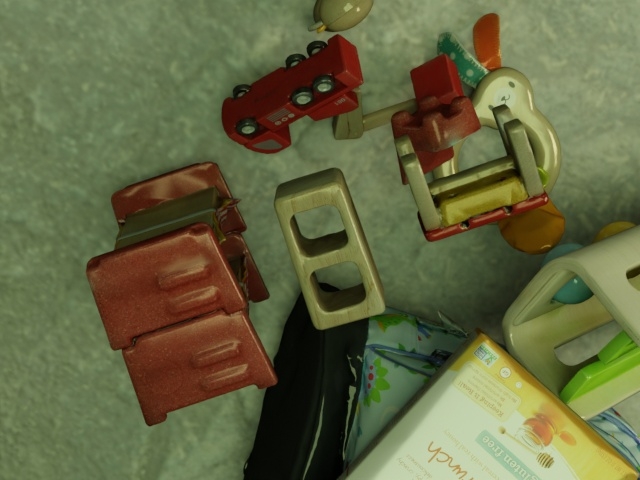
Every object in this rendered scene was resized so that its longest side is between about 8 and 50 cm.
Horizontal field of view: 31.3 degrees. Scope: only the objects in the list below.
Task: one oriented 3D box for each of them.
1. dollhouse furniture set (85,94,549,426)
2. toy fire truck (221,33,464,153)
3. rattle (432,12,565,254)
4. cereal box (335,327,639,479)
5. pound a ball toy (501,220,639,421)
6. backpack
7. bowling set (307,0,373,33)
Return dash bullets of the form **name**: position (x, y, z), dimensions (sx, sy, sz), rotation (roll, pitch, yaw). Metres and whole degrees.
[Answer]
- **dollhouse furniture set**: position (0.000, 0.000, 0.990), dimensions (0.374, 0.201, 0.152), rotation (-18, 110, 5)
- **toy fire truck**: position (0.020, -0.127, 1.053), dimensions (0.192, 0.047, 0.135), rotation (-26, 147, 28)
- **rattle**: position (0.162, -0.102, 1.048), dimensions (0.130, 0.143, 0.199), rotation (3, 107, 13)
- **cereal box**: position (0.112, 0.216, 0.931), dimensions (0.173, 0.047, 0.240), rotation (41, 94, 0)
- **pound a ball toy**: position (0.328, 0.009, 1.005), dimensions (0.319, 0.208, 0.135), rotation (-19, 62, -38)
- **backpack**: position (0.132, 0.223, 1.062), dimensions (0.356, 0.273, 0.290), rotation (17, 92, -20)
- **bowling set**: position (0.074, -0.318, 0.989), dimensions (0.287, 0.154, 0.200), rotation (-33, 101, 1)
